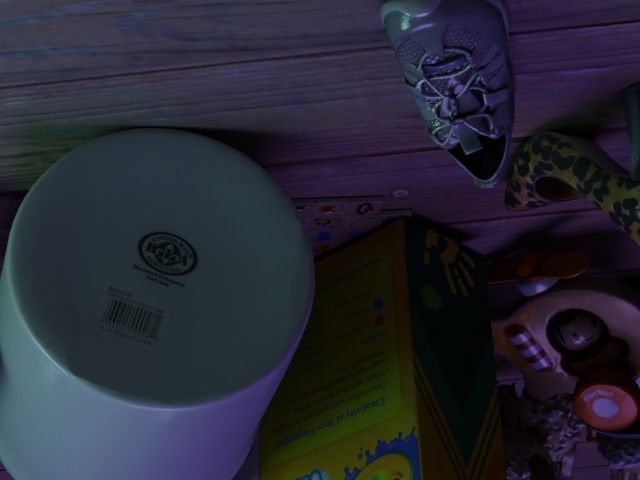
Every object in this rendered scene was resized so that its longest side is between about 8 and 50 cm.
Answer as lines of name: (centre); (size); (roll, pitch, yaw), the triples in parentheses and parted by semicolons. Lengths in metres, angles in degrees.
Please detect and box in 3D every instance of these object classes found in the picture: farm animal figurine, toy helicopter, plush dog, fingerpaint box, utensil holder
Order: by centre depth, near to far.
utensil holder: (-0.190, 0.099, 1.646); (0.327, 0.328, 0.385); (1, 154, -14)
fingerpaint box: (0.008, 0.235, 1.882); (0.163, 0.371, 0.444); (23, 142, -38)
toy helicopter: (0.243, 0.103, 1.939); (0.355, 0.140, 0.235); (1, 127, 21)
plush dog: (0.196, 0.256, 2.028); (0.210, 0.225, 0.262); (-47, -179, 34)
farm animal figurine: (0.304, 0.239, 2.268); (0.330, 0.172, 0.327); (-1, -161, -10)

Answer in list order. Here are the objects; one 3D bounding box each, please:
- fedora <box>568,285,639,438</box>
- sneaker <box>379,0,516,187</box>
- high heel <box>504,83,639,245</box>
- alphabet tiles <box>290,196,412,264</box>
fedora: (0.446, 0.144, 2.088); (0.275, 0.244, 0.124); (-19, 124, 23)
sneaker: (0.134, -0.139, 1.394); (0.105, 0.115, 0.281); (-13, 157, 18)
high heel: (0.276, -0.028, 1.604); (0.093, 0.186, 0.261); (8, 154, -29)
alphabet tiles: (0.000, 0.000, 1.846); (0.198, 0.009, 0.237); (-2, 157, -8)
